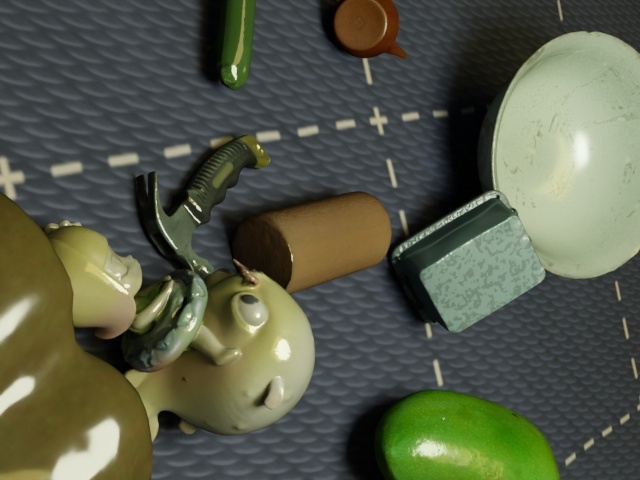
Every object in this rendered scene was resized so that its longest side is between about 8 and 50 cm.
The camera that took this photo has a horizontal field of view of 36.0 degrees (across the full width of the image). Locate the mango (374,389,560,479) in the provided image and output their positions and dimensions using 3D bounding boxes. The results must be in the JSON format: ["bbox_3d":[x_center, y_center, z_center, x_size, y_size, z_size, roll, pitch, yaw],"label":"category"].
[{"bbox_3d":[0.224,0.353,1.531,0.382,0.201,0.225,24,71,-38],"label":"mango"}]

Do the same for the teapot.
[{"bbox_3d":[0.073,-0.354,1.589,0.173,0.116,0.116,44,48,3],"label":"teapot"}]

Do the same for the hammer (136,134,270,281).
[{"bbox_3d":[-0.153,-0.068,1.333,0.159,0.041,0.226,58,48,-24],"label":"hammer"}]

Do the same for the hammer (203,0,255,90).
[{"bbox_3d":[-0.115,-0.376,1.393,0.206,0.119,0.336,11,81,-44],"label":"hammer"}]

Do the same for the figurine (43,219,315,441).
[{"bbox_3d":[-0.201,0.116,1.172,0.394,0.226,0.274,35,87,-30],"label":"figurine"}]

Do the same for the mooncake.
[{"bbox_3d":[-0.371,0.143,0.774,0.262,0.467,0.467,-39,110,-45],"label":"mooncake"}]

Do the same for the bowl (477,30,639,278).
[{"bbox_3d":[0.428,-0.158,1.811,0.434,0.196,0.435,-4,98,-28],"label":"bowl"}]

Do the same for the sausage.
[{"bbox_3d":[0.000,0.000,1.419,0.253,0.123,0.123,-17,94,-46],"label":"sausage"}]

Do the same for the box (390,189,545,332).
[{"bbox_3d":[0.244,0.038,1.606,0.227,0.130,0.162,-30,110,-2],"label":"box"}]
